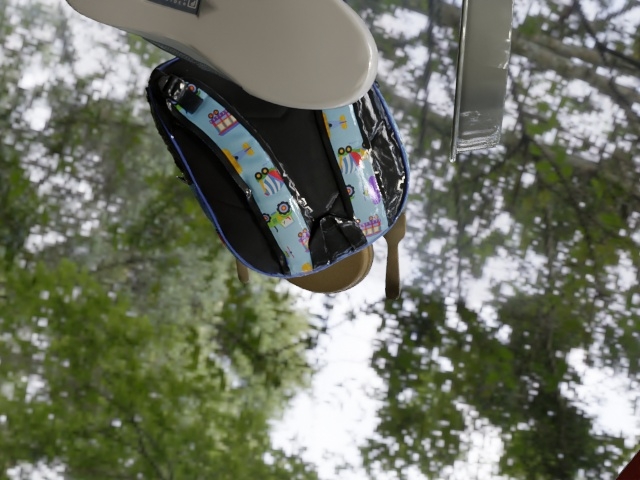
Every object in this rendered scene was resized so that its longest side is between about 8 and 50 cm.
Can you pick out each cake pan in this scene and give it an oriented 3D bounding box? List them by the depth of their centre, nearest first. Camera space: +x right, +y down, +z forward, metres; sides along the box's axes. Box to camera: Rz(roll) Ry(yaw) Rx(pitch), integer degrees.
[{"bbox_3d":[0.180,-0.231,1.215,0.293,0.054,0.293,4,90,-83],"label":"cake pan"}]

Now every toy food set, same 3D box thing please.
[{"bbox_3d":[0.000,0.000,1.196,0.039,0.192,0.133,-66,160,-54],"label":"toy food set"}]

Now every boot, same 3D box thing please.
[{"bbox_3d":[-0.045,-0.124,0.605,0.190,0.086,0.069,26,-77,16],"label":"boot"}]

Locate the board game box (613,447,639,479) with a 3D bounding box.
[{"bbox_3d":[0.387,0.200,1.053,0.064,0.242,0.317,42,-81,34],"label":"board game box"}]

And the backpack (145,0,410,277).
[{"bbox_3d":[-0.025,-0.069,0.773,0.173,0.158,0.117,64,-8,-12],"label":"backpack"}]
